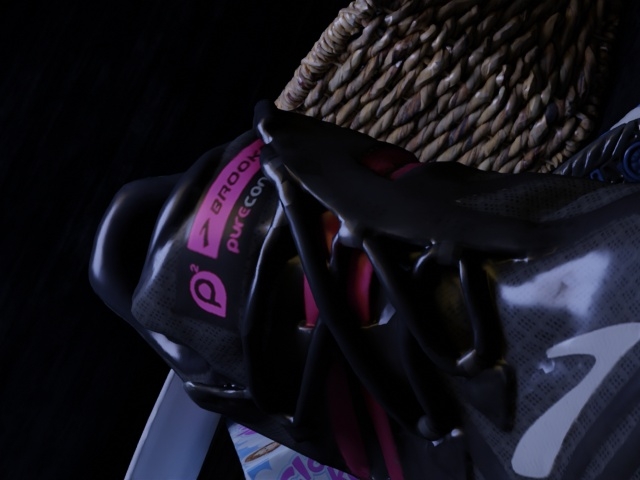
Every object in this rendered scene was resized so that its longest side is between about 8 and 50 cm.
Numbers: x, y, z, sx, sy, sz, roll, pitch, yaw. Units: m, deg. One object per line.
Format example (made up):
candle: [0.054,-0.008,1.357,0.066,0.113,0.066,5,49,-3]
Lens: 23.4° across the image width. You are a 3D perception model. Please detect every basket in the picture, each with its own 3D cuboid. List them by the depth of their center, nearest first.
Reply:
basket: [0.083,-0.139,1.309,0.299,0.223,0.213,-50,17,53]

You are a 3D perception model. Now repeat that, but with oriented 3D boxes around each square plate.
square plate: [-0.139,0.230,1.198,0.344,0.049,0.347,-69,1,-47]

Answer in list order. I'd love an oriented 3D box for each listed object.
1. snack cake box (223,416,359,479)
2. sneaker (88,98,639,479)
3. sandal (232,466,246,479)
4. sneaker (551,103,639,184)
snack cake box: [0.023,0.139,1.059,0.152,0.089,0.264,-27,4,-6]
sneaker: [0.030,0.039,0.677,0.483,0.202,0.185,-2,70,60]
sandal: [-0.046,0.262,1.277,0.302,0.120,0.086,-63,25,2]
sneaker: [0.209,-0.053,0.830,0.211,0.080,0.081,-30,7,13]
